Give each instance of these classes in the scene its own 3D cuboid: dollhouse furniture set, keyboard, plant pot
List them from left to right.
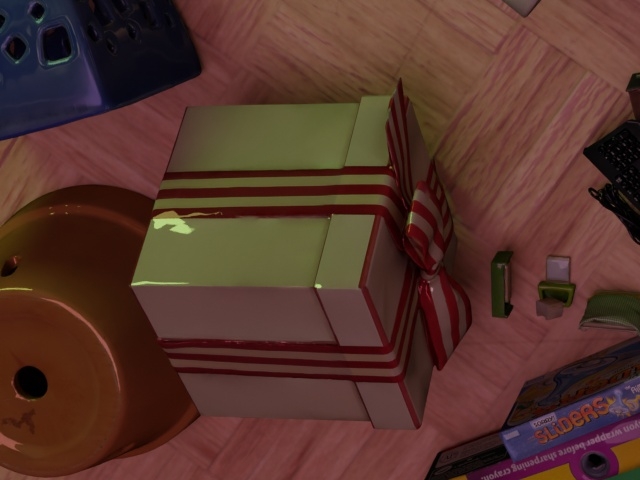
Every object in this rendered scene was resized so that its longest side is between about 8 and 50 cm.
[{"bbox_3d":[-0.280,-0.214,1.854,0.236,0.236,0.212,-12,98,21],"label":"plant pot"},{"bbox_3d":[-0.252,0.108,1.963,0.291,0.203,0.290,5,108,15],"label":"plant pot"},{"bbox_3d":[0.241,0.046,1.862,0.152,0.076,0.058,4,109,16],"label":"dollhouse furniture set"},{"bbox_3d":[0.321,-0.021,1.817,0.192,0.038,0.100,44,138,-8],"label":"keyboard"}]

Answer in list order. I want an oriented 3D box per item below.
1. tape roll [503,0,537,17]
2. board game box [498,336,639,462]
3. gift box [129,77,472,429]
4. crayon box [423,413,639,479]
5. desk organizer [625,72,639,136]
[{"bbox_3d":[0.186,-0.336,1.661,0.169,0.246,0.246,39,114,2],"label":"tape roll"},{"bbox_3d":[0.276,0.137,1.848,0.201,0.136,0.035,-25,99,22],"label":"board game box"},{"bbox_3d":[0.000,0.000,1.806,0.258,0.276,0.255,1,148,19],"label":"gift box"},{"bbox_3d":[0.329,0.303,1.904,0.363,0.106,0.313,-23,101,23],"label":"crayon box"},{"bbox_3d":[0.352,-0.135,1.784,0.130,0.047,0.050,-10,110,21],"label":"desk organizer"}]
